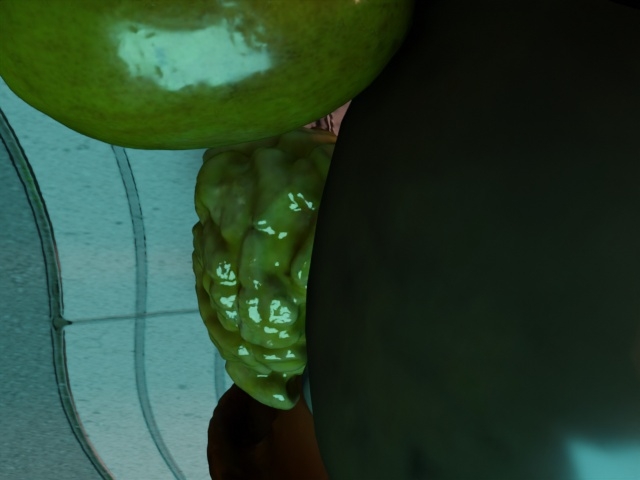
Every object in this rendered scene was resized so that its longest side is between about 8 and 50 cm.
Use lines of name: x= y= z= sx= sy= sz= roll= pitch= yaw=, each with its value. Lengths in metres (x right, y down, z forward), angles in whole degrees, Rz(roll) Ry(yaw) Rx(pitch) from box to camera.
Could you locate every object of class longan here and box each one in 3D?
longan: x=0.165 y=0.019 z=0.932 sx=0.336 sy=0.404 sz=0.404 roll=18 pitch=158 yaw=16

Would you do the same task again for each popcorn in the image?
popcorn: x=-0.015 y=0.011 z=1.205 sx=0.163 sy=0.140 sz=0.194 roll=-36 pitch=153 yaw=14

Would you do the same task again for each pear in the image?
pear: x=-0.054 y=-0.129 z=0.856 sx=0.200 sy=0.200 sz=0.200 roll=1 pitch=154 yaw=0

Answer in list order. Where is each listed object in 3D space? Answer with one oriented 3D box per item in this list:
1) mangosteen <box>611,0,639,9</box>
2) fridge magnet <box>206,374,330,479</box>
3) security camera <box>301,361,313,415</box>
mangosteen: x=0.132 y=-0.204 z=0.725 sx=0.231 sy=0.231 sz=0.289 roll=14 pitch=-168 yaw=-25
fridge magnet: x=0.103 y=0.152 z=1.327 sx=0.364 sy=0.363 sz=0.155 roll=6 pitch=114 yaw=-10
security camera: x=0.127 y=0.045 z=1.198 sx=0.301 sy=0.080 sz=0.157 roll=-18 pitch=151 yaw=-38
